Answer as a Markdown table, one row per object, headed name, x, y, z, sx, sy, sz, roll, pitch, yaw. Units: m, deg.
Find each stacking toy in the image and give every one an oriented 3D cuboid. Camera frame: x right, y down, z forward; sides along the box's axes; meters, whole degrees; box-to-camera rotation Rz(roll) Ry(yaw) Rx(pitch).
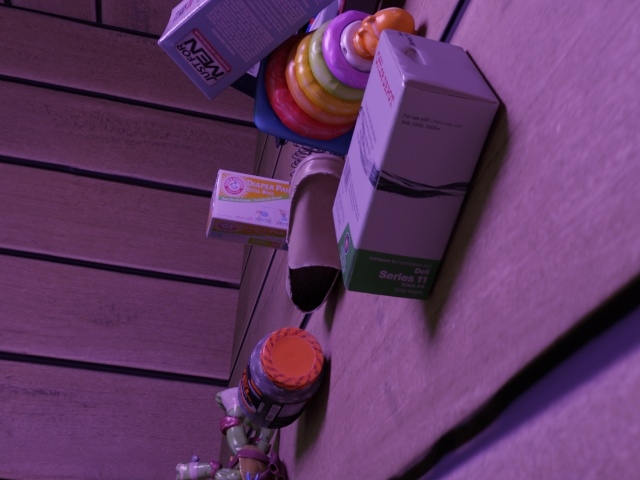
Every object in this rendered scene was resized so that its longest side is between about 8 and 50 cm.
| name | x | y | z | sx | sy | sz | roll | pitch | yaw |
| --- | --- | --- | --- | --- | --- | --- | --- | --- | --- |
| stacking toy | 0.037 | -0.242 | 0.988 | 0.302 | 0.175 | 0.165 | 158 | 122 | -65 |

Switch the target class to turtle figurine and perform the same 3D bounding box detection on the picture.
| name | x | y | z | sx | sy | sz | roll | pitch | yaw |
| --- | --- | --- | --- | --- | --- | --- | --- | --- | --- |
| turtle figurine | -0.172 | 0.429 | 1.346 | 0.266 | 0.198 | 0.274 | -87 | 15 | -53 |

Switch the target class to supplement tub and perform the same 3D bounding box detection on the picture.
| name | x | y | z | sx | sy | sz | roll | pitch | yaw |
| --- | --- | --- | --- | --- | --- | --- | --- | --- | --- |
| supplement tub | -0.061 | 0.213 | 1.138 | 0.190 | 0.117 | 0.117 | 114 | 162 | -56 |

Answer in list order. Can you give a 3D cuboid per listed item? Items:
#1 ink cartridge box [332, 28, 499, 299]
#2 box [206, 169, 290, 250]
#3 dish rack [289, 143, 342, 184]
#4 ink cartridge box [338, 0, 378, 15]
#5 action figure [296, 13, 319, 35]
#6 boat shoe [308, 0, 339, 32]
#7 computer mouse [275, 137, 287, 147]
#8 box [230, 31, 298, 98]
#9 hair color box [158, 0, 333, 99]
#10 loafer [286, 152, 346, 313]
| name | x | y | z | sx | sy | sz | roll | pitch | yaw |
| --- | --- | --- | --- | --- | --- | --- | --- | --- | --- |
| ink cartridge box | 0.079 | -0.073 | 0.692 | 0.153 | 0.087 | 0.208 | -95 | 17 | -57 |
| box | -0.114 | -0.054 | 1.439 | 0.114 | 0.203 | 0.103 | 121 | 156 | -65 |
| dish rack | -0.010 | -0.186 | 1.355 | 0.208 | 0.074 | 0.271 | 113 | 163 | -55 |
| ink cartridge box | 0.065 | -0.429 | 1.201 | 0.135 | 0.056 | 0.099 | -92 | 14 | -46 |
| action figure | 0.001 | -0.462 | 1.481 | 0.139 | 0.091 | 0.280 | -76 | 2 | -56 |
| boat shoe | 0.018 | -0.394 | 1.420 | 0.226 | 0.083 | 0.075 | -55 | 13 | 43 |
| computer mouse | -0.061 | -0.309 | 1.380 | 0.262 | 0.060 | 0.184 | 96 | 171 | -67 |
| box | -0.113 | -0.546 | 1.740 | 0.312 | 0.179 | 0.343 | -64 | 6 | -16 |
| hair color box | -0.048 | -0.380 | 1.037 | 0.374 | 0.113 | 0.185 | -35 | 27 | 16 |
| loafer | 0.000 | 0.000 | 1.073 | 0.092 | 0.102 | 0.268 | -97 | 9 | -54 |
